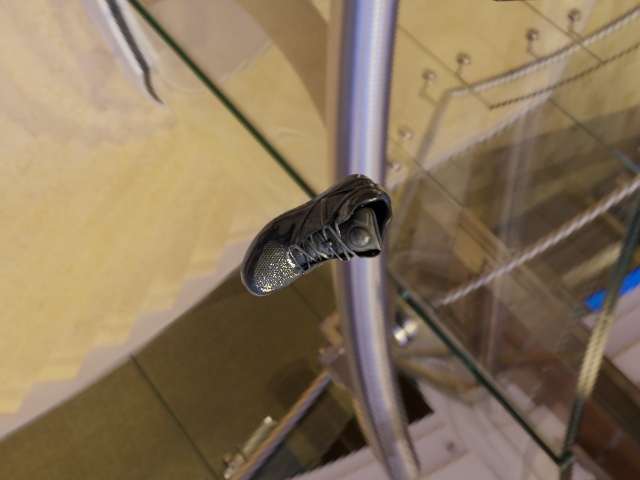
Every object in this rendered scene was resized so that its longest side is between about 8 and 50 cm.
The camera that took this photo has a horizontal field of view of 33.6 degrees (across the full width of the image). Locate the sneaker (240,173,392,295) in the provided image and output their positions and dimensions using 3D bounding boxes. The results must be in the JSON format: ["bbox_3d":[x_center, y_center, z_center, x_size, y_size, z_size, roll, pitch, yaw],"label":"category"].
[{"bbox_3d":[0.000,0.000,1.393,0.228,0.130,0.087,-33,111,-9],"label":"sneaker"}]
